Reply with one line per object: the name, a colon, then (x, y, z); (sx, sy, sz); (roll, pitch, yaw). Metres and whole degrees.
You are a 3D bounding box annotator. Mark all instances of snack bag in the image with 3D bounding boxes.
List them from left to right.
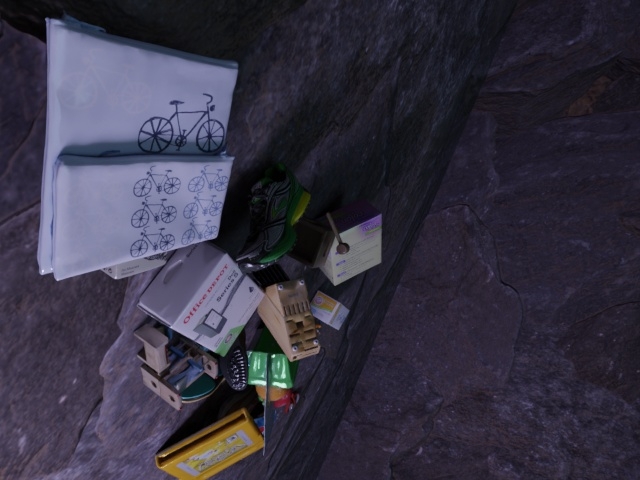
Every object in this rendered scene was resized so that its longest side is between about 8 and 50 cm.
snack bag: (-0.251, -0.127, 0.652); (0.323, 0.037, 0.342); (-18, 130, -56)

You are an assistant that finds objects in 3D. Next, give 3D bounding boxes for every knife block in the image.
knife block: (-0.120, 0.195, 1.198); (0.088, 0.275, 0.242); (-9, 170, -31)

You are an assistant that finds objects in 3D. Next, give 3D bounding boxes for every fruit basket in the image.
fruit basket: (-0.163, 0.463, 1.428); (0.327, 0.166, 0.352); (-73, 173, -67)

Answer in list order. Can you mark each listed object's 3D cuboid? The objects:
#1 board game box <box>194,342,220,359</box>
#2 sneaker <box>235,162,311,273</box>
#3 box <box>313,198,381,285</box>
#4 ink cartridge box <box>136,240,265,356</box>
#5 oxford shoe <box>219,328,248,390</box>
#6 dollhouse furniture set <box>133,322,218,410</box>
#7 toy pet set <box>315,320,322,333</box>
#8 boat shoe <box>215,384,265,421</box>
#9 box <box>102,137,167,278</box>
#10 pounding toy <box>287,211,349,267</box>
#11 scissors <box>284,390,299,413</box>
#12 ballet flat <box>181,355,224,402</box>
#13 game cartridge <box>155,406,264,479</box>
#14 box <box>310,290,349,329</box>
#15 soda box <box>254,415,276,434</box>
board game box: (-0.310, 0.331, 1.243); (0.186, 0.026, 0.126); (-7, 120, -63)
sneaker: (-0.136, -0.058, 1.029); (0.146, 0.134, 0.343); (52, 33, -30)
box: (0.103, 0.007, 1.540); (0.214, 0.117, 0.242); (-25, 136, -19)
ink cartridge box: (-0.269, 0.140, 1.021); (0.198, 0.115, 0.272); (-57, 155, -17)
oxford shoe: (-0.235, 0.302, 1.194); (0.096, 0.083, 0.226); (4, 75, -74)
dollhouse furniture set: (-0.334, 0.274, 1.004); (0.129, 0.129, 0.183); (-38, 146, -46)
toy pet set: (-0.024, 0.438, 1.879); (0.114, 0.065, 0.122); (-26, 145, -48)
boat shoe: (-0.235, 0.593, 1.548); (0.324, 0.117, 0.123); (-23, 134, -57)
box: (-0.319, -0.082, 0.719); (0.113, 0.094, 0.274); (-24, 135, -55)
pounding toy: (0.008, -0.006, 1.339); (0.094, 0.206, 0.180); (-5, 118, -64)
scissors: (-0.141, 0.725, 2.011); (0.109, 0.021, 0.297); (-44, 149, -34)
ballet flat: (-0.310, 0.392, 1.178); (0.232, 0.080, 0.073); (-25, 147, -54)
game cartridge: (-0.330, 0.670, 1.357); (0.286, 0.052, 0.323); (-25, 142, -14)
box: (0.034, 0.301, 1.819); (0.103, 0.114, 0.203); (-59, 158, -9)
soda box: (-0.270, 0.763, 1.706); (0.210, 0.071, 0.067); (-37, 145, -47)
